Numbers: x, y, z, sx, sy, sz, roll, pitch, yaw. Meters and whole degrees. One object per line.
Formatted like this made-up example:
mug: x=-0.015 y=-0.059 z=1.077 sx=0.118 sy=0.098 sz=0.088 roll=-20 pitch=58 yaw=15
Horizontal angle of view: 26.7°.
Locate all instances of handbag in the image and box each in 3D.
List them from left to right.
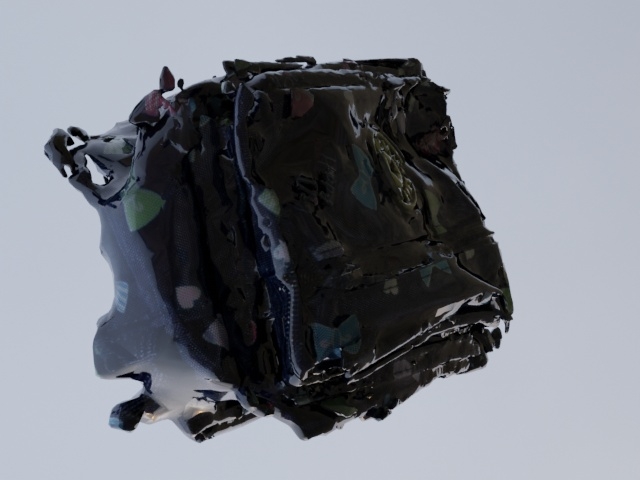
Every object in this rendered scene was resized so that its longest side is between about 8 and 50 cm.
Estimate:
handbag: x=0.000 y=0.000 z=0.598 sx=0.260 sy=0.113 sz=0.162 roll=-10 pitch=-95 yaw=-60
